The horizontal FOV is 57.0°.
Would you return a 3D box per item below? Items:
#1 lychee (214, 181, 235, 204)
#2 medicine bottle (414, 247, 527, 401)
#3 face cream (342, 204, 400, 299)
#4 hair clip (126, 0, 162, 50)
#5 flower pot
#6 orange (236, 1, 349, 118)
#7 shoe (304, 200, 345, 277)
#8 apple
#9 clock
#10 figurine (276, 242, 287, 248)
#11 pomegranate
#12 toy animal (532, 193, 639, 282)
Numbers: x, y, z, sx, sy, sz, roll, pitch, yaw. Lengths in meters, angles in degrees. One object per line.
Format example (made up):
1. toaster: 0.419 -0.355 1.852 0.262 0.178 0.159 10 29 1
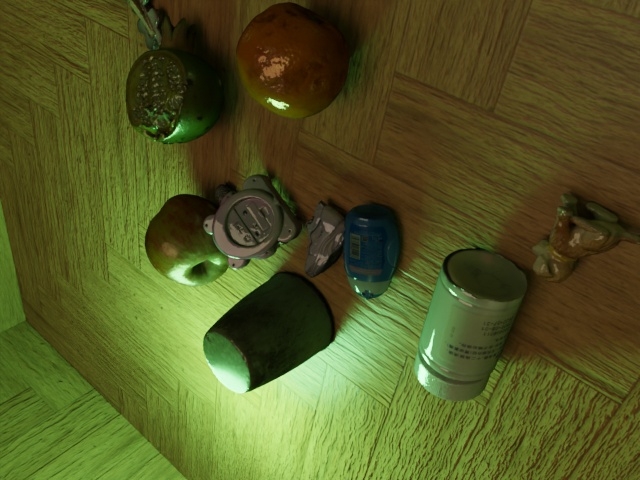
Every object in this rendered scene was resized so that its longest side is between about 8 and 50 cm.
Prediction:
1. lychee: -0.305 -0.146 1.883 0.068 0.083 0.067 2 159 6
2. medicine bottle: 0.340 0.203 1.380 0.190 0.190 0.331 30 130 28
3. face cream: 0.132 0.039 1.550 0.149 0.083 0.263 7 120 13
4. hair clip: -0.545 -0.704 1.786 0.146 0.075 0.256 -19 105 50
5. flower pot: -0.171 0.295 1.816 0.294 0.330 0.293 24 129 33
6. orange: -0.063 -0.410 1.356 0.261 0.261 0.260 22 127 33
7. shoe: 0.000 0.000 1.663 0.137 0.095 0.245 50 134 15
8. apple: -0.426 -0.011 1.919 0.302 0.302 0.301 22 127 33
9. clock: -0.206 -0.050 1.743 0.248 0.090 0.227 -36 85 12
10. figurine: -0.145 -0.005 1.820 0.129 0.054 0.072 -34 84 46
11. pomegranate: -0.398 -0.448 1.707 0.310 0.216 0.358 8 88 41
12. toy animal: 0.525 0.028 1.178 0.184 0.104 0.185 30 127 19
